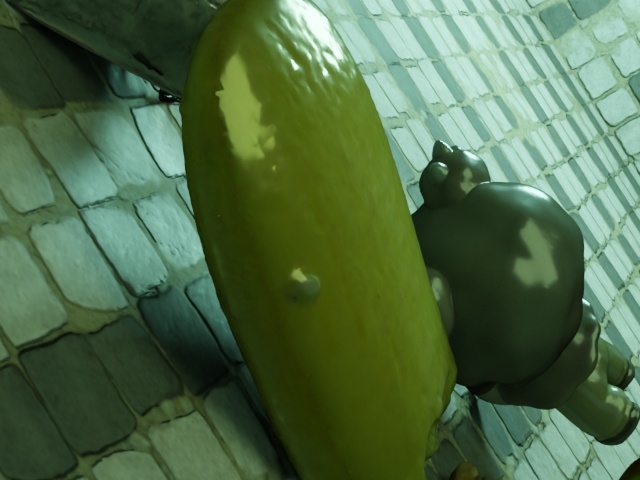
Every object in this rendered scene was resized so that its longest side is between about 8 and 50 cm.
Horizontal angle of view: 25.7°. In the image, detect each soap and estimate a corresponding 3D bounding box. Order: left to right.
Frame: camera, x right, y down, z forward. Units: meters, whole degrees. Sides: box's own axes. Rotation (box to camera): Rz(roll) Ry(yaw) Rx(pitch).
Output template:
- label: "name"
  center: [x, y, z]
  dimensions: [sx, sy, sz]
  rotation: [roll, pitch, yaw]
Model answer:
- label: "soap"
  center: [-0.003, 0.001, 1.153]
  dimensions: [0.306, 0.115, 0.427]
  rotation: [-45, 122, -55]

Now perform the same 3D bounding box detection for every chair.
- label: "chair"
  center: [-0.140, -0.150, 1.300]
  dimensions: [0.086, 0.042, 0.037]
  rotation: [25, 10, 20]

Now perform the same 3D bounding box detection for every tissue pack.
- label: "tissue pack"
  center: [-0.157, -0.265, 1.262]
  dimensions: [0.201, 0.124, 0.271]
  rotation: [27, 32, -19]

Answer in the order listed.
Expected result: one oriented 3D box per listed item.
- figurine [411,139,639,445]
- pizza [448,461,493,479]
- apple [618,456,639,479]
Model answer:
- label: "figurine"
  center: [0.209, 0.082, 1.466]
  dimensions: [0.380, 0.203, 0.248]
  rotation: [41, 58, -35]
- label: "pizza"
  center: [0.186, 0.310, 1.321]
  dimensions: [0.195, 0.052, 0.185]
  rotation: [45, 27, -29]
- label: "apple"
  center: [0.280, 0.330, 1.063]
  dimensions: [0.384, 0.374, 0.374]
  rotation: [57, 13, -51]
